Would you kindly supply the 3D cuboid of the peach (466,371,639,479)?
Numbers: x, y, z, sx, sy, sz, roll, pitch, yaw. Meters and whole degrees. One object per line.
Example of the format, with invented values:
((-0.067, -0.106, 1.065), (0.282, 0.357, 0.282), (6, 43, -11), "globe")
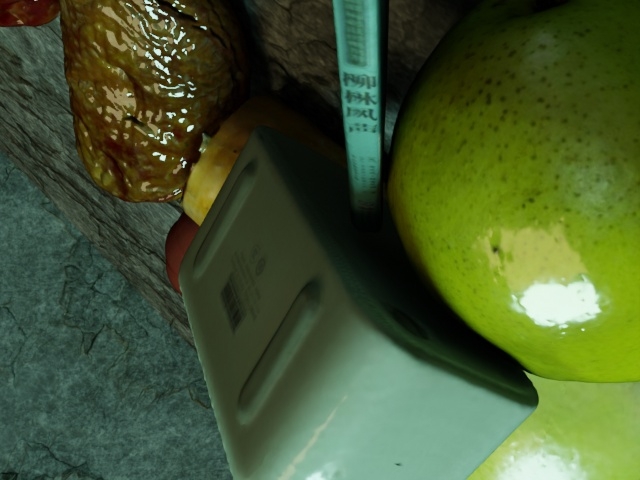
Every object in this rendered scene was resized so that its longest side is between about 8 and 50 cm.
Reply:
((0.223, 0.143, 0.862), (0.316, 0.281, 0.314), (20, 153, 16), "peach")

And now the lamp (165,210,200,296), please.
((-0.136, 0.022, 1.396), (0.227, 0.227, 0.227), (35, 158, 17), "lamp")

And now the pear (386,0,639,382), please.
((0.180, -0.045, 0.625), (0.294, 0.294, 0.294), (35, 158, 17), "pear")

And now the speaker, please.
((0.000, 0.068, 0.778), (0.183, 0.184, 0.406), (26, -163, -29), "speaker")

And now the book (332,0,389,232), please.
((0.031, -0.186, 0.580), (0.031, 0.264, 0.379), (1, 163, 4), "book")

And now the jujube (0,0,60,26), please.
((-0.419, -0.397, 1.127), (0.174, 0.174, 0.250), (18, 138, 46), "jujube")

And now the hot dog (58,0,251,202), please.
((-0.220, -0.225, 1.088), (0.267, 0.174, 0.387), (35, 142, 20), "hot dog")

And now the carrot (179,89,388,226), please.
((0.000, 0.000, 1.082), (0.341, 0.224, 0.224), (40, 159, 8), "carrot")
